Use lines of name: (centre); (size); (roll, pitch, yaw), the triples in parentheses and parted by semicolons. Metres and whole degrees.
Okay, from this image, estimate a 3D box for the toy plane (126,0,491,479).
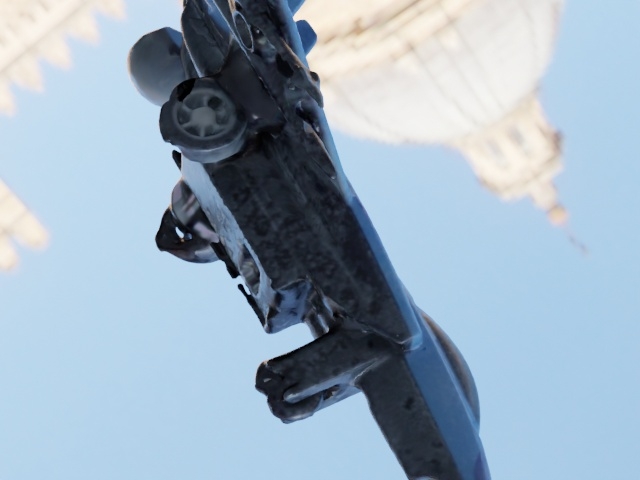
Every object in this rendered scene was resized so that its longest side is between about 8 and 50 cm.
toy plane: (-0.007, 0.002, 0.648); (0.078, 0.169, 0.246); (-13, -118, -13)
